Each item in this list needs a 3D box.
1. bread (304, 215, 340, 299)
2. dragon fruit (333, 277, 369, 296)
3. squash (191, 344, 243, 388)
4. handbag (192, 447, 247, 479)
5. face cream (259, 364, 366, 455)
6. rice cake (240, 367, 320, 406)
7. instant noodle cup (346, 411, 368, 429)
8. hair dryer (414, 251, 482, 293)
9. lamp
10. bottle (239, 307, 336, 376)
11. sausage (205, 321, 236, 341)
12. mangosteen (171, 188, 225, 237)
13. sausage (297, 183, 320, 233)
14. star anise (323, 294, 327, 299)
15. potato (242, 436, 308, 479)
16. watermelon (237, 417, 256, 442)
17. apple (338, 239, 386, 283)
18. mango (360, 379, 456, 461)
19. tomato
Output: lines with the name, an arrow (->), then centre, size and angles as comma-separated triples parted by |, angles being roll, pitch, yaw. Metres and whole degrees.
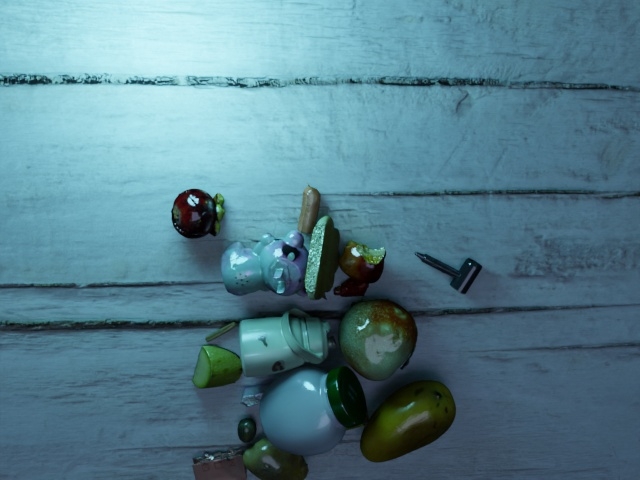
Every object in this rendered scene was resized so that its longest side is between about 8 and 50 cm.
bread -> 0.012, 0.066, 1.677 | 0.056, 0.207, 0.287 | 8, 81, 21
dragon fruit -> 0.115, 0.179, 1.810 | 0.131, 0.063, 0.097 | -3, 112, -6
squash -> -0.392, 0.510, 1.872 | 0.183, 0.085, 0.192 | 14, 111, -11
handbag -> -0.424, 0.965, 2.063 | 0.212, 0.059, 0.158 | -9, 113, -5
face cream -> -0.033, 0.614, 1.777 | 0.356, 0.219, 0.313 | -26, 80, 22
rice cake -> -0.144, 0.582, 1.936 | 0.364, 0.073, 0.056 | -15, 110, 0
instant noodle cup -> 0.084, 0.670, 1.937 | 0.152, 0.205, 0.205 | -29, 112, 13
hair dryer -> 0.472, 0.091, 1.821 | 0.255, 0.070, 0.128 | 28, 106, -11
lamp -> -0.181, 0.100, 1.654 | 0.300, 0.247, 0.248 | -6, 110, 4
bottle -> -0.116, 0.370, 1.779 | 0.350, 0.229, 0.230 | -6, 112, -5
sausage -> -0.376, 0.346, 1.841 | 0.132, 0.024, 0.024 | -29, 112, 7
mangosteen -> -0.396, -0.087, 1.604 | 0.180, 0.166, 0.166 | -3, 114, -32
sausage -> -0.038, -0.111, 1.680 | 0.065, 0.065, 0.170 | 8, 111, -10
star anise -> -0.033, 0.156, 1.791 | 0.129, 0.056, 0.124 | 6, 86, -4
potato -> -0.179, 0.934, 2.037 | 0.296, 0.141, 0.192 | 30, 107, -19
watermelon -> -0.301, 0.779, 1.995 | 0.078, 0.078, 0.111 | 3, 112, -8
apple -> 0.146, 0.077, 1.728 | 0.158, 0.156, 0.147 | 14, 107, 10
mango -> 0.341, 0.737, 1.968 | 0.445, 0.221, 0.301 | -41, 139, 15
tomato -> 0.217, 0.366, 1.801 | 0.302, 0.239, 0.304 | -2, 108, -7
